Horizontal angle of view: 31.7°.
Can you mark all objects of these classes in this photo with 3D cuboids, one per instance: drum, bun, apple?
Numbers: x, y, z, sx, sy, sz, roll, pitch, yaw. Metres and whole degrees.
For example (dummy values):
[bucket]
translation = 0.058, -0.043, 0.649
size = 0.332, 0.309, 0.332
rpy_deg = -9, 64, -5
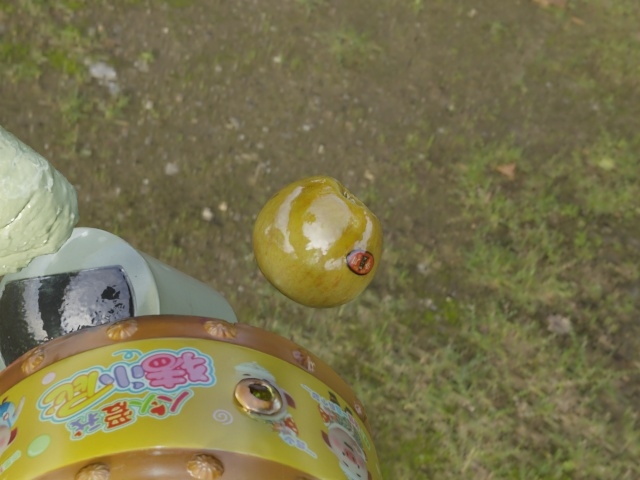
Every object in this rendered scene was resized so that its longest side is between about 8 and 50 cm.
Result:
[drum]
translation = -0.136, 0.284, 1.018
size = 0.431, 0.431, 0.214
rpy_deg = 8, 34, -13
[bun]
translation = -0.293, -0.043, 0.890
size = 0.204, 0.212, 0.126
rpy_deg = 38, 84, 1
[apple]
translation = 0.000, 0.000, 1.457
size = 0.182, 0.155, 0.182
rpy_deg = 30, 17, -10

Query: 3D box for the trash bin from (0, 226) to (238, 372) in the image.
[trash bin]
translation = -0.319, 0.145, 1.797
size = 0.280, 0.280, 0.432
rpy_deg = 41, 4, 21
